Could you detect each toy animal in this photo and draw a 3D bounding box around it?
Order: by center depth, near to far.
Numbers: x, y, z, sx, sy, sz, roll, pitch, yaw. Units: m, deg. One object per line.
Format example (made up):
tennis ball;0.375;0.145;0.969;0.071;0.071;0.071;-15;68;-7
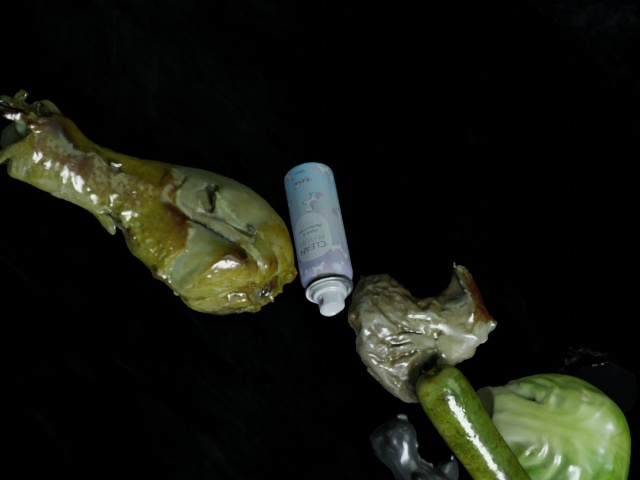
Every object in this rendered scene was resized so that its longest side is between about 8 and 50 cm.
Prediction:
toy animal;0.166;0.390;1.570;0.168;0.106;0.343;24;34;-41

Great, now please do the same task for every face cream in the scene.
face cream;0.000;0.000;1.726;0.075;0.075;0.229;24;42;-42

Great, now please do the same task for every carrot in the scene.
carrot;0.247;0.320;1.662;0.358;0.074;0.074;55;31;-8

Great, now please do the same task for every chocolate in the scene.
chocolate;0.452;0.234;2.110;0.156;0.156;0.133;36;17;-30

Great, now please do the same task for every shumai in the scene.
shumai;0.147;0.120;1.706;0.206;0.176;0.166;46;30;-35

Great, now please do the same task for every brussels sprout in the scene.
brussels sprout;0.327;0.302;1.770;0.244;0.244;0.244;35;37;-32

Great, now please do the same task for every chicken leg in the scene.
chicken leg;-0.203;-0.042;1.441;0.429;0.153;0.201;31;26;-24
